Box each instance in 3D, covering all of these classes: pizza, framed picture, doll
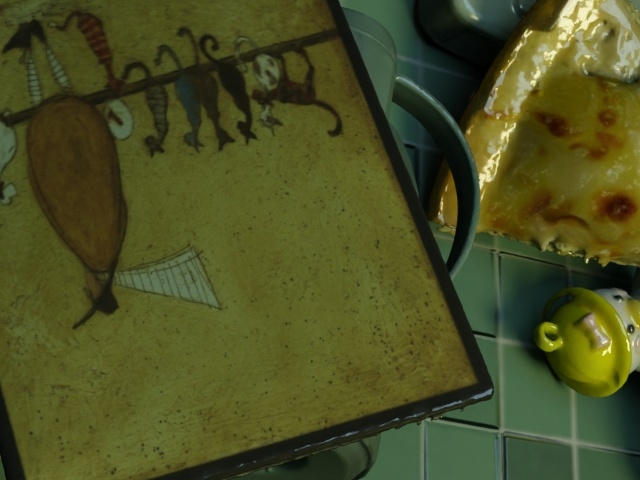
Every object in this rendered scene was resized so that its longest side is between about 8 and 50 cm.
[{"bbox_3d":[0.187,-0.076,1.272,0.188,0.080,0.204,19,94,-1],"label":"pizza"},{"bbox_3d":[-0.081,-0.025,1.076,0.255,0.014,0.339,-15,62,-9],"label":"framed picture"},{"bbox_3d":[0.227,0.062,1.325,0.207,0.081,0.129,-1,61,-31],"label":"doll"}]

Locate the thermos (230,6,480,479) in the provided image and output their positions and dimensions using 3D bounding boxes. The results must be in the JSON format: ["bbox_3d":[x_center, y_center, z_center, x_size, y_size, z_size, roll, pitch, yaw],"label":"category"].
[{"bbox_3d":[0.000,0.000,1.158,0.182,0.145,0.287,21,62,-13],"label":"thermos"}]

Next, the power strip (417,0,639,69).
[{"bbox_3d":[0.187,-0.124,1.382,0.265,0.059,0.194,23,61,-25],"label":"power strip"}]
